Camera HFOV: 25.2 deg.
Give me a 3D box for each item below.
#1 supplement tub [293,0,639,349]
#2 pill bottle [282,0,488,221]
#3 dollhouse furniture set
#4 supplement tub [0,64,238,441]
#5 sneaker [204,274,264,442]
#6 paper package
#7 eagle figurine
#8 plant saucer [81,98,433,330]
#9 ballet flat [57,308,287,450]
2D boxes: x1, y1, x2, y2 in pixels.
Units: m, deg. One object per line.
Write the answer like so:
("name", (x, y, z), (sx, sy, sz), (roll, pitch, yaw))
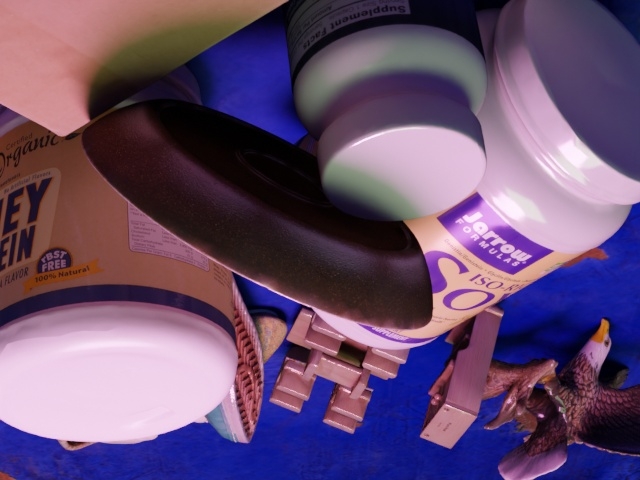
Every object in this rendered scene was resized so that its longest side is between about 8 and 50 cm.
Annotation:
("supplement tub", (0.138, -0.064, 1.328), (0.241, 0.241, 0.331), (19, 141, -36))
("pill bottle", (0.048, -0.158, 1.128), (0.153, 0.264, 0.153), (-5, 150, -3))
("dollhouse furniture set", (0.085, 0.130, 1.795), (0.242, 0.161, 0.212), (22, 145, -4))
("supplement tub", (-0.196, -0.002, 1.296), (0.228, 0.316, 0.228), (-5, 150, -3))
("sneaker", (-0.150, 0.116, 1.682), (0.121, 0.108, 0.302), (0, 128, 19))
("paper package", (-0.206, -0.257, 1.012), (0.310, 0.168, 0.325), (-25, 145, 32))
("eagle figurine", (0.360, 0.214, 1.900), (0.298, 0.226, 0.225), (24, 118, -33))
("plant saucer", (-0.037, -0.033, 1.130), (0.311, 0.310, 0.050), (18, 109, -35))
("ballet flat", (-0.194, 0.189, 1.821), (0.349, 0.123, 0.123), (-18, 148, 19))
